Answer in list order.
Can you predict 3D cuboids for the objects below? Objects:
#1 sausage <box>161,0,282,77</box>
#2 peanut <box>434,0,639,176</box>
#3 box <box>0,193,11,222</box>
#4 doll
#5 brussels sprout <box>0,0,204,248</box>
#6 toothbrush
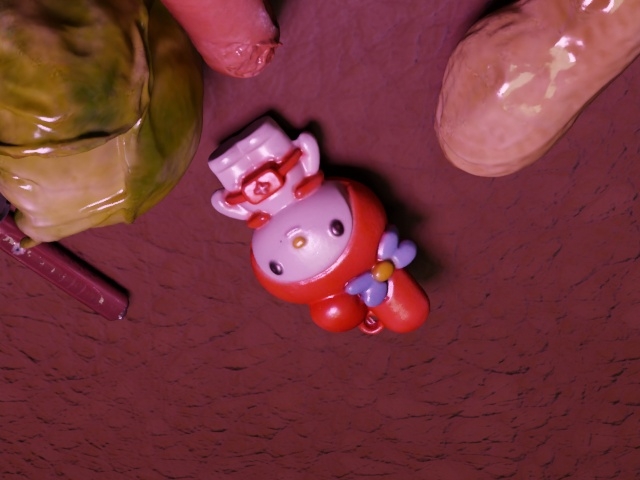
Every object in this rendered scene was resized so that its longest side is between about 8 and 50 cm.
[{"bbox_3d":[-0.130,-0.263,1.440,0.094,0.094,0.419,10,161,25],"label":"sausage"},{"bbox_3d":[0.216,-0.180,1.579,0.147,0.147,0.319,27,130,-20],"label":"peanut"},{"bbox_3d":[-0.411,-0.112,1.606,0.149,0.226,0.226,-9,130,10],"label":"box"},{"bbox_3d":[0.000,0.000,1.750,0.161,0.130,0.290,-35,108,13],"label":"doll"},{"bbox_3d":[-0.233,-0.136,1.548,0.227,0.294,0.259,6,130,14],"label":"brussels sprout"},{"bbox_3d":[-0.358,-0.016,1.814,0.364,0.041,0.041,37,123,-27],"label":"toothbrush"}]
